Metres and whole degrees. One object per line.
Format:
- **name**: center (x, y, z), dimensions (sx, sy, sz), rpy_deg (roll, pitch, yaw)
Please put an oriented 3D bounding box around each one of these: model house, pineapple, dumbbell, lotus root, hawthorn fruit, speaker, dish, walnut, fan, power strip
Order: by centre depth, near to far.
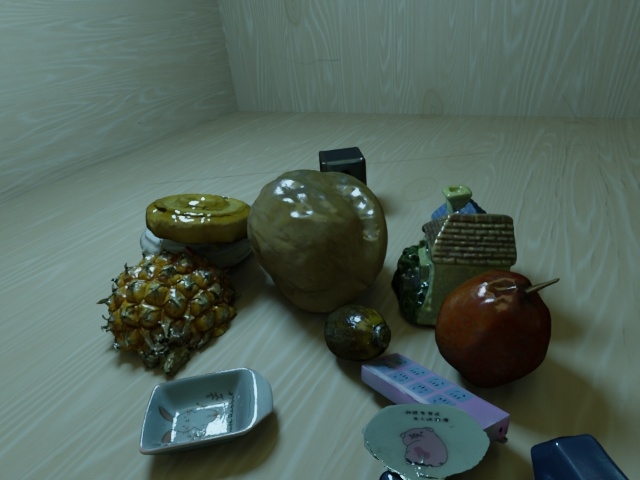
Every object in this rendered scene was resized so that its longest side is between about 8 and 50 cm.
- **fan**: center (0.131, 0.294, 0.532), dimensions (0.182, 0.010, 0.310), rpy_deg (-5, 9, 15)
- **dumbbell**: center (0.240, 0.361, 0.548), dimensions (0.316, 0.156, 0.144), rpy_deg (-9, 59, -3)
- **power strip**: center (0.193, 0.278, 0.740), dimensions (0.109, 0.038, 0.278), rpy_deg (-3, 12, -35)
- **dish**: center (-0.204, 0.328, 0.775), dimensions (0.234, 0.064, 0.154), rpy_deg (-10, 30, -4)
- **hawthorn fruit**: center (0.338, 0.147, 0.777), dimensions (0.210, 0.262, 0.211), rpy_deg (10, 40, -9)
- **lotus root**: center (0.069, 0.196, 0.880), dimensions (0.120, 0.120, 0.209), rpy_deg (-26, 6, -30)
- **pineapple**: center (-0.364, 0.149, 0.976), dimensions (0.344, 0.209, 0.286), rpy_deg (-11, 30, -11)
- **model house**: center (0.316, 0.023, 1.012), dimensions (0.261, 0.267, 0.321), rpy_deg (1, 30, 5)
- **walnut**: center (-0.012, -0.008, 1.062), dimensions (0.383, 0.384, 0.384), rpy_deg (-5, 29, 3)
- **speaker**: center (0.081, -0.205, 1.489), dimensions (0.153, 0.231, 0.193), rpy_deg (-7, 29, -1)

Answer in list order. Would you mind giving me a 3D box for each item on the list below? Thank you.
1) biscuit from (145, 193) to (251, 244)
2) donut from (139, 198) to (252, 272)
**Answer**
- **biscuit**: center (-0.327, -0.072, 1.136), dimensions (0.296, 0.102, 0.296), rpy_deg (6, 19, -2)
- **donut**: center (-0.373, -0.009, 1.324), dimensions (0.382, 0.143, 0.383), rpy_deg (-5, 29, 3)
